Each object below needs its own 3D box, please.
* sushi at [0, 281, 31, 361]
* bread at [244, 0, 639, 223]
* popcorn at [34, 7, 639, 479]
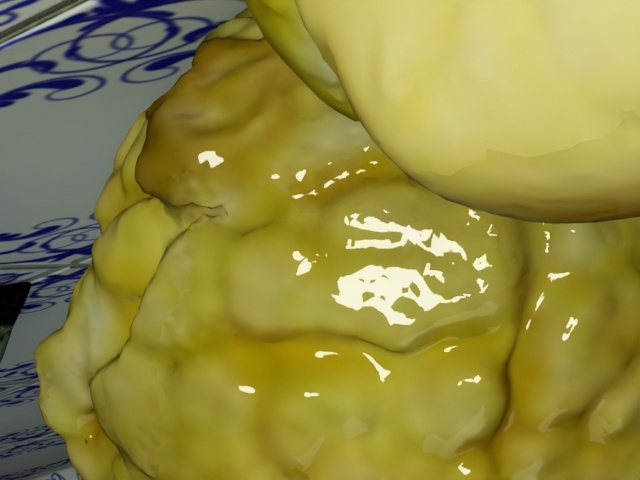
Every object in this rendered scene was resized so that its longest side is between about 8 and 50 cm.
[{"bbox_3d":[-0.348,0.126,1.624,0.134,0.109,0.273,-9,169,-35],"label":"sushi"},{"bbox_3d":[0.160,-0.138,0.461,0.394,0.250,0.361,-17,169,35],"label":"bread"},{"bbox_3d":[0.064,0.034,0.952,0.390,0.354,0.344,-57,178,-11],"label":"popcorn"}]
